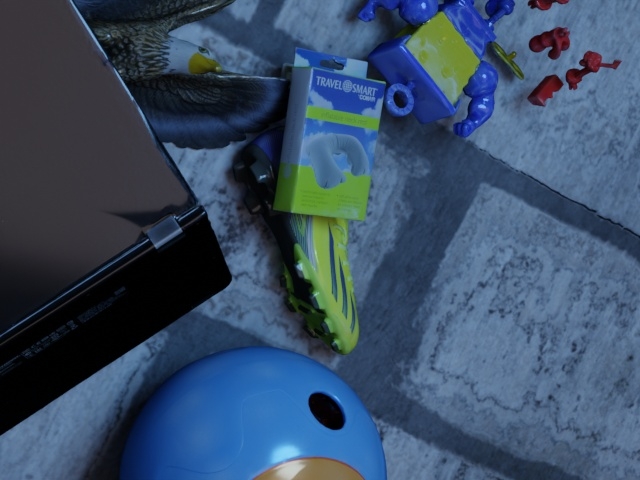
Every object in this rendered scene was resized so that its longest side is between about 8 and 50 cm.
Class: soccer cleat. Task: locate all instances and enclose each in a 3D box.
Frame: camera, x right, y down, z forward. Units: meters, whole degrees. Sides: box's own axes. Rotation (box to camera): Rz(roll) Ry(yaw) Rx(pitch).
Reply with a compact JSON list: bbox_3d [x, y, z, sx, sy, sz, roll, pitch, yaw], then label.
[{"bbox_3d":[0.000,0.000,1.440,0.121,0.093,0.289,-31,112,-25],"label":"soccer cleat"}]

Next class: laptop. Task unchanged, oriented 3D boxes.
[{"bbox_3d":[-0.321,0.004,1.187,0.382,0.408,0.236,-33,75,-7],"label":"laptop"}]

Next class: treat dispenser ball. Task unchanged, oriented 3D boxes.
[{"bbox_3d":[-0.072,0.259,1.338,0.288,0.288,0.288,-5,101,-25],"label":"treat dispenser ball"}]

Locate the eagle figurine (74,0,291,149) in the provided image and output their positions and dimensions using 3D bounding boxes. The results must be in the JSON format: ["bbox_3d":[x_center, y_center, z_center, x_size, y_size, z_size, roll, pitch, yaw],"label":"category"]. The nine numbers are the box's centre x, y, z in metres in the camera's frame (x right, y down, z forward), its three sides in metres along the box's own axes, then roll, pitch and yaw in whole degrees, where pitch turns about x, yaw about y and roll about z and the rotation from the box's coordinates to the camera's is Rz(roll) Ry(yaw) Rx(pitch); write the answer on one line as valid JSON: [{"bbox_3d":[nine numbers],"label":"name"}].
[{"bbox_3d":[-0.172,-0.202,1.290,0.226,0.225,0.298,-52,164,32],"label":"eagle figurine"}]

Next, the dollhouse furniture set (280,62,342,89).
[{"bbox_3d":[0.010,-0.156,1.421,0.114,0.081,0.091,9,95,-27],"label":"dollhouse furniture set"}]

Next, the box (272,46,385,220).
[{"bbox_3d":[0.011,-0.115,1.357,0.109,0.042,0.178,5,94,-38],"label":"box"}]

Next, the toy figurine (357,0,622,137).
[{"bbox_3d":[0.136,-0.240,1.393,0.217,0.191,0.362,-49,113,-18],"label":"toy figurine"}]
